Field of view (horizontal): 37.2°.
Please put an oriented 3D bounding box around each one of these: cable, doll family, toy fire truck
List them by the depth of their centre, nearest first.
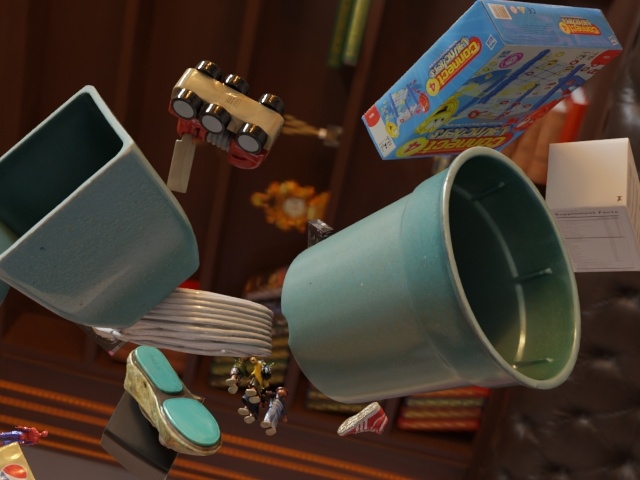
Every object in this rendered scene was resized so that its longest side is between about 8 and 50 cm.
[{"bbox_3d":[-0.201,0.133,1.539,0.257,0.257,0.089,-4,74,45],"label":"cable"},{"bbox_3d":[-0.120,0.297,1.902,0.111,0.076,0.193,-73,-28,-55],"label":"doll family"},{"bbox_3d":[-0.211,-0.198,1.912,0.158,0.217,0.246,-64,2,-34],"label":"toy fire truck"}]

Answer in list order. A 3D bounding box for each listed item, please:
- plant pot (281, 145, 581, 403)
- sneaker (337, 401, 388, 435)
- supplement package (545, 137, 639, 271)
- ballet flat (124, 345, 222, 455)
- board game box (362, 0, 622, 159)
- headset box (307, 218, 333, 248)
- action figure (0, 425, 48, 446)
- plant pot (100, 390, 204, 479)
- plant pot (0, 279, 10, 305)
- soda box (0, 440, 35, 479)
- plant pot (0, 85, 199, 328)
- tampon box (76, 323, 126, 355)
[{"bbox_3d":[0.144,0.082,1.383,0.334,0.341,0.341,-22,40,36],"label":"plant pot"},{"bbox_3d":[0.103,0.436,2.226,0.118,0.067,0.042,-34,21,7],"label":"sneaker"},{"bbox_3d":[0.484,-0.056,1.662,0.244,0.139,0.134,50,-136,-54],"label":"supplement package"},{"bbox_3d":[-0.307,0.351,1.938,0.348,0.123,0.123,43,130,44],"label":"ballet flat"},{"bbox_3d":[0.275,-0.252,1.534,0.302,0.308,0.086,-42,64,45],"label":"board game box"},{"bbox_3d":[0.000,0.000,2.228,0.062,0.032,0.083,36,134,43],"label":"headset box"},{"bbox_3d":[-0.591,0.386,1.872,0.030,0.115,0.038,-26,-71,-80],"label":"action figure"},{"bbox_3d":[-0.382,0.417,2.106,0.187,0.167,0.188,-65,3,-29],"label":"plant pot"},{"bbox_3d":[-0.722,0.093,1.792,0.290,0.290,0.196,100,169,-73],"label":"plant pot"},{"bbox_3d":[-0.507,0.436,1.605,0.181,0.061,0.058,54,142,26],"label":"soda box"},{"bbox_3d":[-0.317,-0.021,1.363,0.248,0.252,0.247,-41,39,-2],"label":"plant pot"},{"bbox_3d":[-0.488,0.159,2.197,0.120,0.161,0.101,-39,13,36],"label":"tampon box"}]
